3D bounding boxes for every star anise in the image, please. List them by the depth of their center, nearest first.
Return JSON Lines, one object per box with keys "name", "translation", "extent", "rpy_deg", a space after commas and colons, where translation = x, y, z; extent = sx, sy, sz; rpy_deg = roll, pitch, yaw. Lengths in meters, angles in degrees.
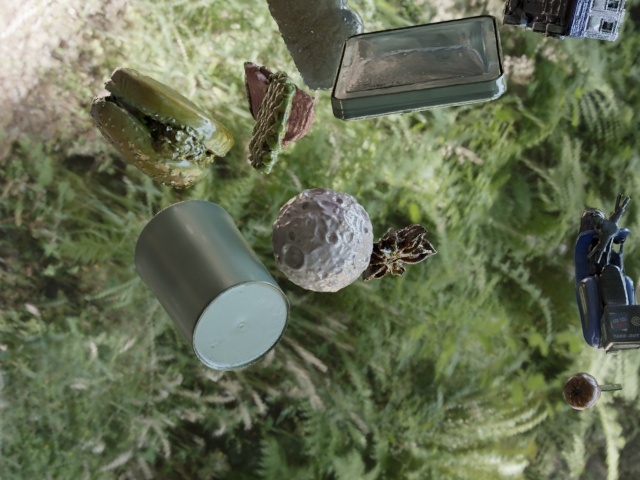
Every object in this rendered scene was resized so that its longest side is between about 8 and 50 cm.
{"name": "star anise", "translation": [0.209, 0.027, 2.213], "extent": [0.214, 0.219, 0.099], "rpy_deg": [74, 1, -62]}

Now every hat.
{"name": "hat", "translation": [-0.119, -0.363, 2.253], "extent": [0.107, 0.236, 0.286], "rpy_deg": [-45, 158, -32]}

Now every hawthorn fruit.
{"name": "hawthorn fruit", "translation": [0.487, 0.275, 1.457], "extent": [0.103, 0.067, 0.067], "rpy_deg": [8, 115, -46]}

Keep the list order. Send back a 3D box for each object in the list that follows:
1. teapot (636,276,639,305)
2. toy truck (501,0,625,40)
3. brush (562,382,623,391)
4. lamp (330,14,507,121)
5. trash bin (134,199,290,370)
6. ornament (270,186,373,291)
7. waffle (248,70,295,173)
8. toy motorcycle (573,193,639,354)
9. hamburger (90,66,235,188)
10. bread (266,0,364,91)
{"name": "teapot", "translation": [0.814, 0.098, 1.796], "extent": [0.204, 0.139, 0.298], "rpy_deg": [-20, -136, 31]}
{"name": "toy truck", "translation": [0.518, -0.505, 1.723], "extent": [0.268, 0.155, 0.124], "rpy_deg": [-130, -134, -62]}
{"name": "brush", "translation": [0.850, 0.469, 2.487], "extent": [0.033, 0.178, 0.030], "rpy_deg": [-68, 152, -70]}
{"name": "lamp", "translation": [0.158, -0.285, 1.285], "extent": [0.269, 0.266, 0.047], "rpy_deg": [-78, 157, -53]}
{"name": "trash bin", "translation": [-0.274, 0.092, 1.944], "extent": [0.432, 0.280, 0.280], "rpy_deg": [46, -65, 48]}
{"name": "ornament", "translation": [0.000, 0.000, 1.949], "extent": [0.225, 0.259, 0.259], "rpy_deg": [-31, 153, -47]}
{"name": "waffle", "translation": [-0.088, -0.210, 1.413], "extent": [0.169, 0.036, 0.184], "rpy_deg": [-124, -129, -65]}
{"name": "toy motorcycle", "translation": [0.630, 0.073, 1.741], "extent": [0.213, 0.125, 0.359], "rpy_deg": [79, 9, -66]}
{"name": "hamburger", "translation": [-0.222, -0.149, 1.089], "extent": [0.122, 0.189, 0.215], "rpy_deg": [-54, -167, 1]}
{"name": "bread", "translation": [-0.007, -0.507, 1.794], "extent": [0.183, 0.337, 0.102], "rpy_deg": [-18, -154, 18]}
